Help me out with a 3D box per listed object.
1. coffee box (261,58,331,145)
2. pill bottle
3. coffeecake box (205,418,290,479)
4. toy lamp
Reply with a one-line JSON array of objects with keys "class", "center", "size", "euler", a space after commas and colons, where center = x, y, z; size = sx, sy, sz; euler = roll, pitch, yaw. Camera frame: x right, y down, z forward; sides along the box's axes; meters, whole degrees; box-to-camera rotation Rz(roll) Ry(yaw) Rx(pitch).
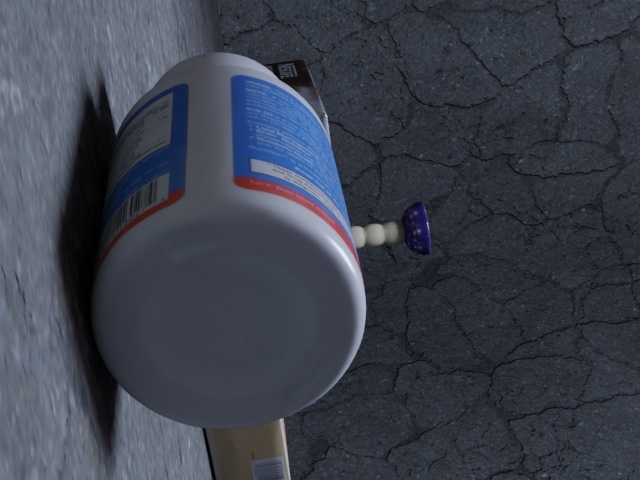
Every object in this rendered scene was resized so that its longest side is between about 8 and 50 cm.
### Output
[{"class": "coffee box", "center": [-0.067, -0.090, 1.066], "size": [0.246, 0.141, 0.098], "euler": [-101, -176, -71]}, {"class": "pill bottle", "center": [-0.049, -0.016, 0.596], "size": [0.221, 0.124, 0.124], "euler": [-99, -178, -60]}, {"class": "coffeecake box", "center": [-0.074, 0.129, 1.076], "size": [0.185, 0.068, 0.142], "euler": [-102, -177, -58]}, {"class": "toy lamp", "center": [0.000, 0.000, 1.479], "size": [0.080, 0.275, 0.080], "euler": [171, -90, -87]}]
